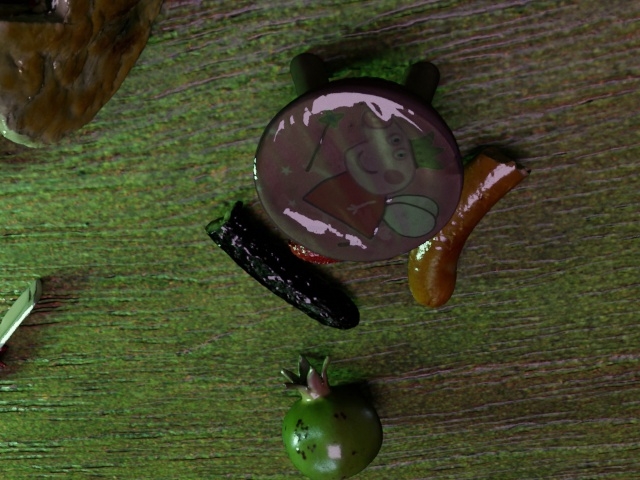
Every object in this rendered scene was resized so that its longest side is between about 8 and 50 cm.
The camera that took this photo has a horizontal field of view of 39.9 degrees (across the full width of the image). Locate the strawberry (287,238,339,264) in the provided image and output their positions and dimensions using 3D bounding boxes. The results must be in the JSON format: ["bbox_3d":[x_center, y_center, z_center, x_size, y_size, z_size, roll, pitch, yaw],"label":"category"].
[{"bbox_3d":[0.000,0.000,1.352,0.096,0.083,0.083,27,125,-24],"label":"strawberry"}]

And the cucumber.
[{"bbox_3d":[-0.054,0.055,1.398,0.081,0.072,0.303,-34,118,26],"label":"cucumber"}]

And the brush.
[{"bbox_3d":[-0.560,0.183,1.553,0.050,0.060,0.321,26,127,-30],"label":"brush"}]

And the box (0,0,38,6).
[{"bbox_3d":[-0.395,-0.279,1.014,0.089,0.313,0.197,20,127,1],"label":"box"}]

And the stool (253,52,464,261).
[{"bbox_3d":[0.053,-0.122,1.184,0.272,0.178,0.272,2,128,3],"label":"stool"}]

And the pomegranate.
[{"bbox_3d":[0.010,0.308,1.540,0.182,0.181,0.224,-15,103,16],"label":"pomegranate"}]

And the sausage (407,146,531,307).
[{"bbox_3d":[0.202,-0.019,1.316,0.103,0.076,0.302,20,127,-10],"label":"sausage"}]

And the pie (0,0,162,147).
[{"bbox_3d":[-0.287,-0.259,1.049,0.075,0.337,0.337,31,129,14],"label":"pie"}]
